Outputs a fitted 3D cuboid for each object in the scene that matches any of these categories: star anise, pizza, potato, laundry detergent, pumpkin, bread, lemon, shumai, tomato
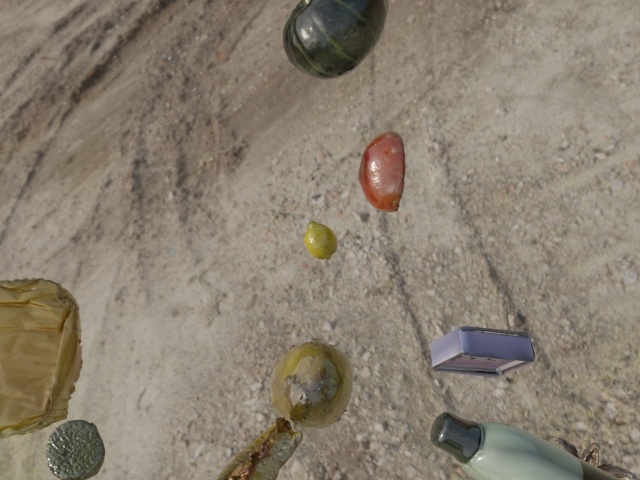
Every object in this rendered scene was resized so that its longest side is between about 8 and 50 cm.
[{"bbox_3d":[0.641,0.564,1.257,0.172,0.208,0.063,6,18,29],"label":"star anise"},{"bbox_3d":[-0.131,0.451,1.052,0.182,0.074,0.365,-41,-6,33],"label":"pizza"},{"bbox_3d":[-0.016,0.347,1.283,0.229,0.266,0.229,1,71,-4],"label":"potato"},{"bbox_3d":[0.218,0.242,0.551,0.225,0.099,0.070,26,63,-3],"label":"laundry detergent"},{"bbox_3d":[0.018,-0.306,0.750,0.167,0.125,0.167,-24,58,47],"label":"pumpkin"},{"bbox_3d":[-0.479,0.183,0.857,0.133,0.179,0.250,151,121,-64],"label":"bread"},{"bbox_3d":[0.000,0.000,1.035,0.062,0.083,0.062,-25,10,4],"label":"lemon"},{"bbox_3d":[-0.459,0.412,1.016,0.099,0.087,0.124,-25,51,-24],"label":"shumai"},{"bbox_3d":[0.108,-0.132,1.006,0.069,0.155,0.155,2,48,-8],"label":"tomato"}]

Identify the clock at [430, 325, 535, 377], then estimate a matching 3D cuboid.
[{"bbox_3d":[0.369,0.258,1.222,0.144,0.193,0.073,128,146,-56],"label":"clock"}]
